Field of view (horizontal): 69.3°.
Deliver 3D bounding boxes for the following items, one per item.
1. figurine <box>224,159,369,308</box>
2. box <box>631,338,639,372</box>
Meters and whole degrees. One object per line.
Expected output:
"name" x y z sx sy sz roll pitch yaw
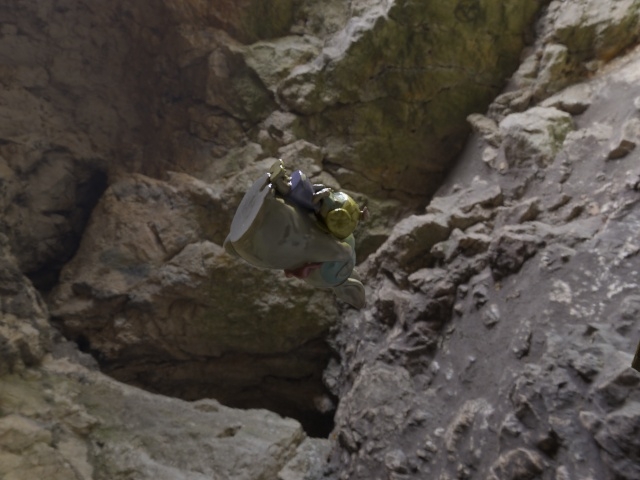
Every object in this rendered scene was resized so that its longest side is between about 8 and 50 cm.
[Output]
"figurine" 0.000 0.000 0.665 0.155 0.235 0.127 -58 27 11
"box" 0.545 0.087 0.673 0.159 0.071 0.240 -38 -47 -22
